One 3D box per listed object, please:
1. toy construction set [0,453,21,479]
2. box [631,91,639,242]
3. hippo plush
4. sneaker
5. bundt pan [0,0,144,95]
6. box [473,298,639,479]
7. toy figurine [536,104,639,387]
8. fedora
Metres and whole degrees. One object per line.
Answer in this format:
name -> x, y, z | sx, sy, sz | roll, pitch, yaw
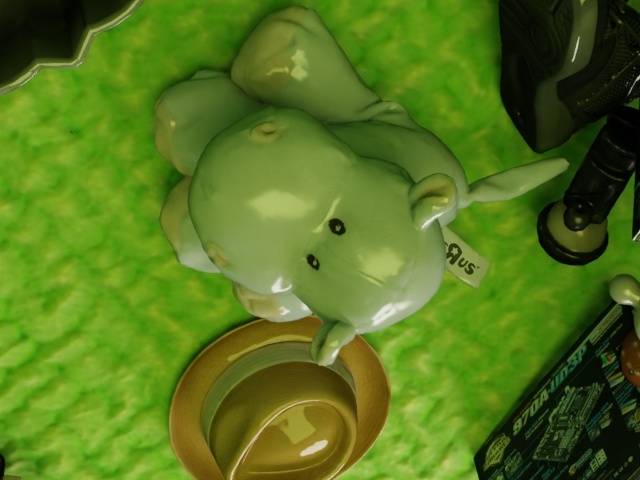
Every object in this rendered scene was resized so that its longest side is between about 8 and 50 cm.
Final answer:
toy construction set -> -0.342, 0.287, 1.086 | 0.237, 0.257, 0.309 | 4, 134, -25
box -> 0.314, -0.054, 0.934 | 0.180, 0.147, 0.077 | 14, 147, -6
hippo plush -> 0.000, 0.000, 0.964 | 0.294, 0.236, 0.234 | 31, 113, -10
sneaker -> 0.201, -0.155, 0.994 | 0.130, 0.087, 0.227 | -30, 156, -5
bundt pan -> -0.253, -0.265, 0.888 | 0.330, 0.124, 0.331 | -4, 115, -8
box -> 0.221, 0.172, 1.119 | 0.051, 0.175, 0.220 | 28, 115, -20
toy figurine -> 0.292, 0.008, 1.039 | 0.213, 0.210, 0.148 | -7, 144, -22
fedora -> -0.030, 0.156, 1.137 | 0.194, 0.079, 0.194 | -3, 114, -8
